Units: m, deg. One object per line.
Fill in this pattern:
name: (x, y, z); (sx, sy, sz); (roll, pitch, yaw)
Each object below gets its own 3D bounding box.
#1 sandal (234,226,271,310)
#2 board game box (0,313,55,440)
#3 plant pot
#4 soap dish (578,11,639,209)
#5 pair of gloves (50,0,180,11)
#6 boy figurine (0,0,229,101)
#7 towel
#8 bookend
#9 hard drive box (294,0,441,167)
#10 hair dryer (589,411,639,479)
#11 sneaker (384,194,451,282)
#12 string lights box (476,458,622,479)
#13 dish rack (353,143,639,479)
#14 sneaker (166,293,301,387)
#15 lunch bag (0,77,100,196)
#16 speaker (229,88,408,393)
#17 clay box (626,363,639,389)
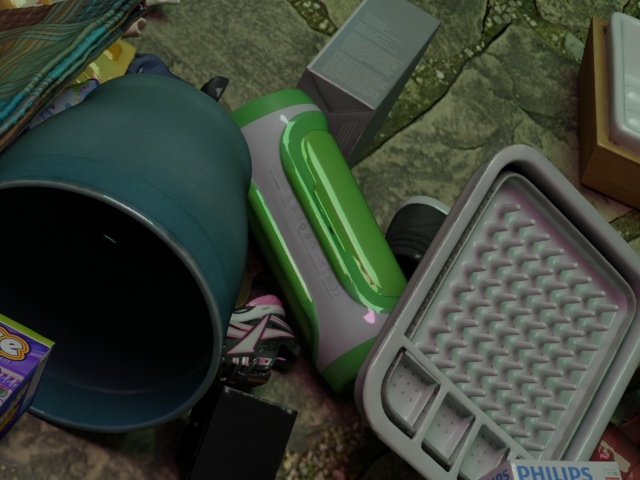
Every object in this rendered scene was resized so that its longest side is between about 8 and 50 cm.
sandal: (-0.091, 0.024, 1.939); (0.072, 0.049, 0.180); (54, 27, -12)
board game box: (-0.426, 0.087, 1.568); (0.347, 0.078, 0.233); (27, 31, 4)
plant pot: (-0.181, -0.010, 1.729); (0.272, 0.271, 0.255); (29, 39, -4)
soap dish: (0.436, -0.145, 2.441); (0.229, 0.118, 0.291); (23, 38, -12)
pair of gloves: (-0.294, -0.338, 2.211); (0.204, 0.042, 0.240); (-11, 53, -41)
boy figurine: (-0.242, -0.202, 2.058); (0.285, 0.092, 0.177); (33, 41, -4)
towel: (-0.354, -0.146, 1.824); (0.271, 0.040, 0.370); (-4, 28, 26)
bookend: (-0.096, 0.207, 1.701); (0.072, 0.156, 0.157); (21, -5, -14)
hard drive box: (0.026, -0.152, 2.113); (0.089, 0.181, 0.232); (33, 36, 3)
hair dryer: (0.315, 0.219, 2.012); (0.294, 0.080, 0.223); (28, 21, -14)
sneaker: (0.179, 0.075, 2.039); (0.296, 0.104, 0.147); (32, 39, 10)
string lights box: (0.232, 0.335, 1.750); (0.133, 0.077, 0.259); (5, 60, -31)
dish rack: (0.177, 0.103, 1.870); (0.285, 0.072, 0.332); (43, 67, -28)
sneaker: (-0.082, 0.108, 1.841); (0.178, 0.072, 0.077); (-21, 67, -43)
lunch bag: (-0.255, -0.068, 1.897); (0.129, 0.096, 0.151); (-32, 99, -50)
speaker: (0.000, 0.000, 1.925); (0.131, 0.131, 0.296); (-13, 71, -43)
clay box: (0.364, 0.098, 2.174); (0.222, 0.053, 0.127); (-9, 53, -42)
